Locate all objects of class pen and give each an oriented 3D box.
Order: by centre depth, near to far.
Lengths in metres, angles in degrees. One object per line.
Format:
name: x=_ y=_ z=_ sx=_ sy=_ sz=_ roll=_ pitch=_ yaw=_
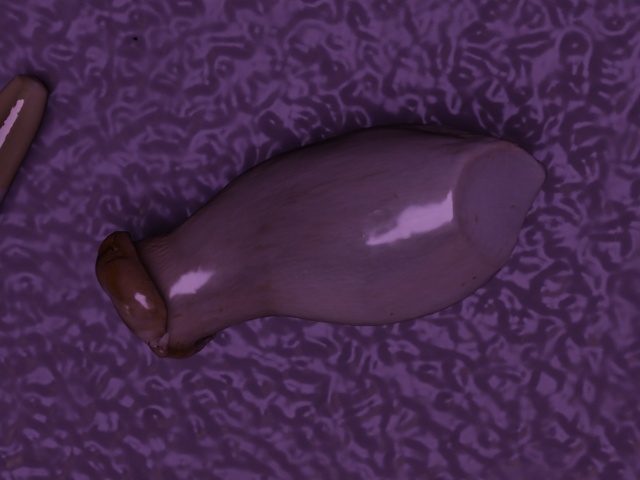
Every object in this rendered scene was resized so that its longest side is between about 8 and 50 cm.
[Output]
pen: x=-0.199 y=0.017 z=0.702 sx=0.040 sy=0.032 sz=0.233 roll=36 pitch=103 yaw=21

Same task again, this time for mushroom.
mushroom: x=0.000 y=0.002 z=0.643 sx=0.212 sy=0.097 sz=0.088 roll=-15 pitch=111 yaw=9
